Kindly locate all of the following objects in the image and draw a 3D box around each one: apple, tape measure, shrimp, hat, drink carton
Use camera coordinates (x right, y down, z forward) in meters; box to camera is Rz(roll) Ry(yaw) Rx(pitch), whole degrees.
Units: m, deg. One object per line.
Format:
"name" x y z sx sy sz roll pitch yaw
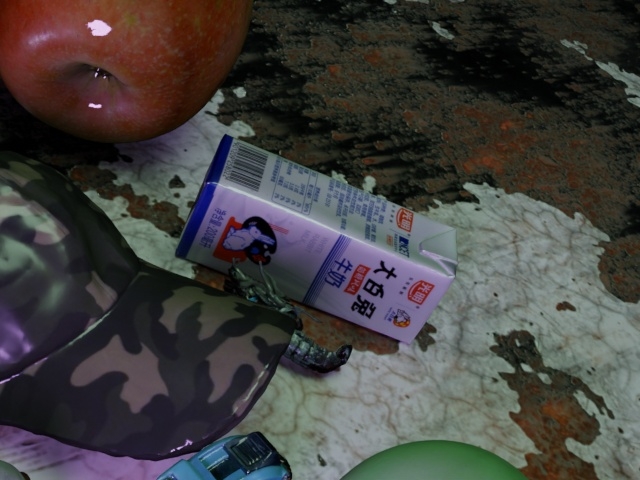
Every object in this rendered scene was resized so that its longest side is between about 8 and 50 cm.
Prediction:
"apple" -0.242 -0.268 1.342 0.319 0.319 0.277 12 62 -20
"tape measure" -0.094 0.239 1.008 0.146 0.125 0.081 -27 54 -30
"shrimp" -0.043 0.090 1.246 0.174 0.082 0.076 37 34 -1
"hat" -0.229 0.034 1.067 0.382 0.257 0.366 -2 33 21
"drink carton" 0.000 0.000 1.331 0.315 0.130 0.106 21 40 -9

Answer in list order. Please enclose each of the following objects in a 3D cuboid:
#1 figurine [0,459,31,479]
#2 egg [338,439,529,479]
"figurine" -0.347 0.194 0.846 0.284 0.204 0.338 4 39 -44
"egg" 0.096 0.290 0.987 0.270 0.220 0.220 3 43 -50
